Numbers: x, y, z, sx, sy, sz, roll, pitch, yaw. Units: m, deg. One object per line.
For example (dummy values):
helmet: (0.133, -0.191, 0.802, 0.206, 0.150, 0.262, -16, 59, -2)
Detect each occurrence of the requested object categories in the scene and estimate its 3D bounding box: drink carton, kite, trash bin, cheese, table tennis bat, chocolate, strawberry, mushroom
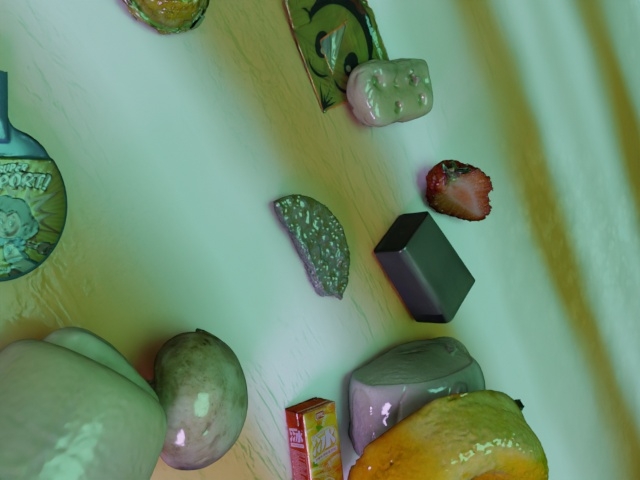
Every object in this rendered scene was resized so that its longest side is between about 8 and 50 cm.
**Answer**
drink carton: (-0.011, 0.464, 1.448, 0.096, 0.071, 0.223, -9, 96, -40)
kite: (0.048, -0.446, 1.552, 0.377, 0.013, 0.327, 26, 73, -41)
trash bin: (0.260, 0.065, 1.666, 0.164, 0.122, 0.240, -50, 118, -31)
cheese: (0.172, -0.359, 1.602, 0.263, 0.093, 0.159, -20, 105, -41)
table tennis bat: (-0.506, -0.100, 1.040, 0.215, 0.044, 0.329, -2, 93, -41)
chocolate: (-0.369, 0.298, 0.980, 0.326, 0.314, 0.297, 53, 54, -25)
strawberry: (0.358, -0.146, 1.756, 0.236, 0.175, 0.107, 76, 4, -56)
mushroom: (-0.224, 0.277, 1.188, 0.255, 0.184, 0.255, -17, 90, -75)

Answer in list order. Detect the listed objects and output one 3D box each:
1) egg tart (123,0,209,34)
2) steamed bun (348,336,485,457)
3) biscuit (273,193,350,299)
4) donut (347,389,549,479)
egg tart: (-0.280, -0.485, 1.217, 0.212, 0.090, 0.212, -4, 96, -43)
steamed bun: (0.259, 0.382, 1.578, 0.383, 0.236, 0.247, -12, 104, -39)
biscuit: (-0.001, 0.000, 1.485, 0.141, 0.038, 0.290, -45, 119, -33)
donut: (0.293, 0.504, 1.405, 0.435, 0.163, 0.377, 8, 114, -25)
